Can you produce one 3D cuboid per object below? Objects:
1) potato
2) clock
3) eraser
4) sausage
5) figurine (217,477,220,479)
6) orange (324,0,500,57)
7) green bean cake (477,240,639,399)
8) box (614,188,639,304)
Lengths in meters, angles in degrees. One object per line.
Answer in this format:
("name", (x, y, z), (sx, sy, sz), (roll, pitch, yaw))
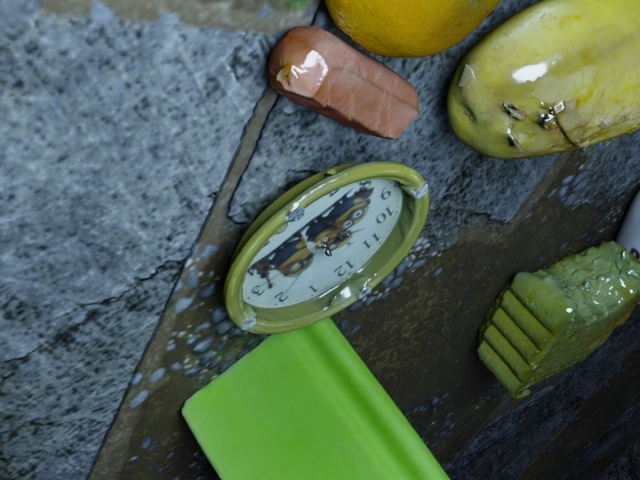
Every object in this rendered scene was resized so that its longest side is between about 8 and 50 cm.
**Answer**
("potato", (0.259, -0.173, 0.820), (0.300, 0.140, 0.173), (-29, 141, -16))
("clock", (0.000, 0.000, 0.846), (0.237, 0.057, 0.237), (-27, 148, -18))
("eraser", (-0.001, 0.235, 0.938), (0.210, 0.274, 0.092), (-38, 148, -5))
("sausage", (0.014, -0.127, 0.688), (0.065, 0.065, 0.169), (-50, 149, 17))
("figurine", (-0.069, 0.326, 1.185), (0.122, 0.121, 0.176), (-64, 167, -12))
("orange", (0.082, -0.203, 0.625), (0.160, 0.112, 0.170), (-41, 138, 2))
("green bean cake", (0.375, 0.111, 1.342), (0.236, 0.124, 0.233), (-16, 143, -35))
("box", (0.637, -0.049, 1.405), (0.349, 0.141, 0.288), (-29, 147, -18))
